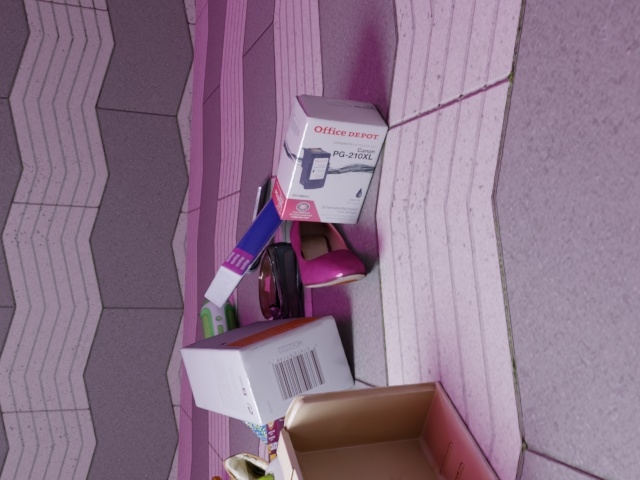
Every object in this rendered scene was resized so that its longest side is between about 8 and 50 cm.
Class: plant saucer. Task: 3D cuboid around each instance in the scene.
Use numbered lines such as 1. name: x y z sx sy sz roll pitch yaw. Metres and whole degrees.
1. plant saucer: -0.136 0.127 1.930 0.198 0.036 0.199 -177 90 -70

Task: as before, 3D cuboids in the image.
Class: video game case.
1. video game case: -0.185 -0.124 2.075 0.087 0.011 0.122 -64 -11 -64

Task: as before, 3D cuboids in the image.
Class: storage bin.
1. storage bin: 0.094 0.346 0.969 0.262 0.260 0.123 -118 32 -54

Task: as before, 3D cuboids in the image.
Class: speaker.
1. speaker: -0.344 0.337 2.338 0.296 0.131 0.131 -109 29 -45

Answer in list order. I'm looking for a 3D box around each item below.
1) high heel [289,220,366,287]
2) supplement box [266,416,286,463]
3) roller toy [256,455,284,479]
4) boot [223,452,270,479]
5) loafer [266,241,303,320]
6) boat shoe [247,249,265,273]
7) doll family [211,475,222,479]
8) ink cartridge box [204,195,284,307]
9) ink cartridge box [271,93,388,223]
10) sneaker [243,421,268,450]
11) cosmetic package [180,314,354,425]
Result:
1. high heel: 0.000 0.000 1.434 0.377 0.127 0.181 180 82 -73
2. supplement box: -0.085 0.466 1.685 0.104 0.080 0.188 133 135 -60
3. roller toy: -0.005 0.496 1.313 0.209 0.191 0.146 -34 45 20
4. boot: -0.153 0.541 1.545 0.089 0.236 0.269 -69 -29 -26
5. loafer: -0.101 0.153 1.745 0.109 0.095 0.303 174 98 -68
6. boat shoe: -0.189 0.006 1.997 0.083 0.065 0.183 130 157 -56
7. doll family: -0.350 0.915 2.341 0.263 0.118 0.163 88 163 -46
8. ink cartridge box: -0.159 -0.013 1.727 0.324 0.071 0.330 -57 3 -30
9. ink cartridge box: 0.014 -0.160 1.365 0.100 0.172 0.237 -114 33 -49
10. sneaker: -0.162 0.500 1.823 0.091 0.126 0.240 116 150 -47
11. cosmetic package: -0.141 0.286 1.548 0.453 0.230 0.161 -18 90 62
